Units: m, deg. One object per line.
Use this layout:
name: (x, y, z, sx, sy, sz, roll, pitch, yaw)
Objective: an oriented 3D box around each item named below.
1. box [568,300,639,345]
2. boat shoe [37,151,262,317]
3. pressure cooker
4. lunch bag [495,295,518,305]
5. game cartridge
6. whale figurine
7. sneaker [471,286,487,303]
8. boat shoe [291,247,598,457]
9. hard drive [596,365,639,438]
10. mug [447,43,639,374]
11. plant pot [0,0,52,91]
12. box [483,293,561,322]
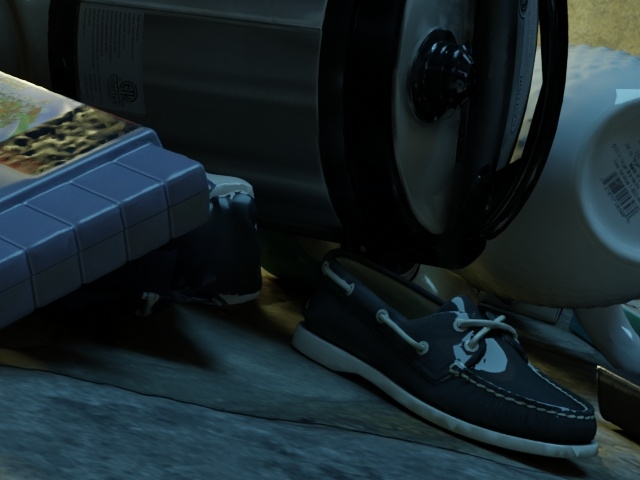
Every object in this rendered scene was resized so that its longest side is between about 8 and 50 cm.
box: (0.376, 0.112, 2.003, 0.101, 0.060, 0.244, 15, 6, -11)
boat shoe: (-0.169, -0.005, 1.352, 0.158, 0.127, 0.340, -5, 2, -20)
pressure cooker: (0.017, -0.172, 1.546, 0.420, 0.375, 0.370, 10, -31, 26)
lunch bag: (0.200, -0.036, 2.014, 0.090, 0.219, 0.176, -26, 7, -2)
game cartridge: (-0.270, -0.044, 1.200, 0.230, 0.068, 0.355, -33, 38, -33)
whale figurine: (0.030, 0.012, 1.784, 0.272, 0.141, 0.216, 42, 27, 14)
sneaker: (0.108, -0.019, 1.957, 0.223, 0.083, 0.098, 55, 24, 11)
boat shoe: (0.095, 0.085, 1.347, 0.303, 0.091, 0.114, 21, 9, 39)
hard drive: (0.377, 0.172, 1.503, 0.255, 0.054, 0.172, 14, 7, -26)
mug: (0.283, -0.021, 1.774, 0.276, 0.374, 0.328, -24, 10, -14)
plant pot: (-0.399, -0.169, 1.713, 0.229, 0.263, 0.263, -11, 23, -39)
box: (0.276, 0.037, 2.249, 0.113, 0.094, 0.275, 18, 7, 11)
